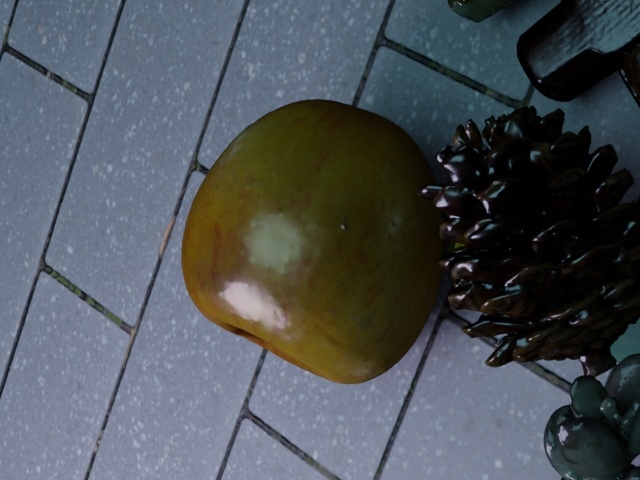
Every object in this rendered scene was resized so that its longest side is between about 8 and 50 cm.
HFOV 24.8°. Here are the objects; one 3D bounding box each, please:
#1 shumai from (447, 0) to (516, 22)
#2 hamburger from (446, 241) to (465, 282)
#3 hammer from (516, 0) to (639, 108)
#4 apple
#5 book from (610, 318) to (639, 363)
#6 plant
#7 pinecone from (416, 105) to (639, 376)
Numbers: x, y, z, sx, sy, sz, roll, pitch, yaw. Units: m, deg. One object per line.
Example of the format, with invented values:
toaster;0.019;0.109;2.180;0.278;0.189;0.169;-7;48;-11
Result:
shumai;0.238;-0.351;1.510;0.271;0.204;0.222;-7;65;9
hamburger;0.199;0.020;1.549;0.141;0.081;0.127;-21;79;25
hammer;0.362;-0.096;1.412;0.242;0.095;0.409;-32;71;34
apple;0.000;0.000;1.586;0.299;0.299;0.275;12;73;39
book;0.310;0.059;1.495;0.103;0.017;0.135;11;95;42
plant;0.279;0.244;1.368;0.149;0.146;0.275;9;125;25
pinecone;0.216;-0.001;1.382;0.224;0.224;0.273;-27;78;36
